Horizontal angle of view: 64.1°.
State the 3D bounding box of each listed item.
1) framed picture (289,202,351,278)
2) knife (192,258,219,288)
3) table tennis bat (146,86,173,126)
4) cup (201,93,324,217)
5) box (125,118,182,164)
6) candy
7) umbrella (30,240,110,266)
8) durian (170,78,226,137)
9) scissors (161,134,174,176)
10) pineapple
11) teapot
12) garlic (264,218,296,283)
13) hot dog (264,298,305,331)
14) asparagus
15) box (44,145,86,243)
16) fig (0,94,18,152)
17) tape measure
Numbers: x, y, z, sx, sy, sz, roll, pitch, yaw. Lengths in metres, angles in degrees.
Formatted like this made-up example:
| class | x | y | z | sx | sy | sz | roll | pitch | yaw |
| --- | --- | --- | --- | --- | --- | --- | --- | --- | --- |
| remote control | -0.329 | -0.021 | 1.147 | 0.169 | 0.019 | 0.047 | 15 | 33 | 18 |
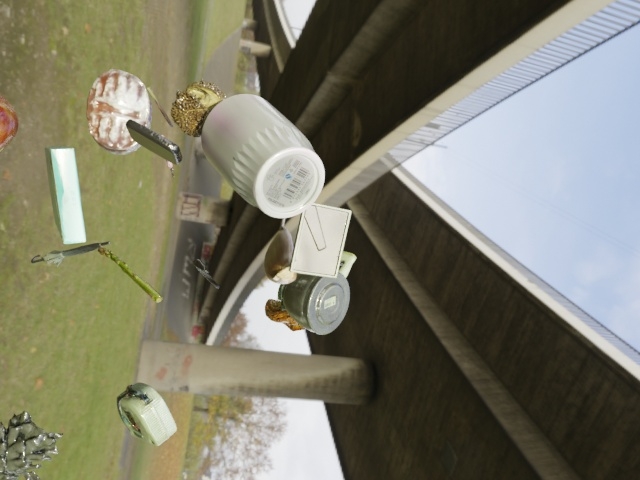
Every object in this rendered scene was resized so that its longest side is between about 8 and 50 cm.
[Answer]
| class | x | y | z | sx | sy | sz | roll | pitch | yaw |
| --- | --- | --- | --- | --- | --- | --- | --- | --- | --- |
| framed picture | 0.000 | 0.000 | 1.443 | 0.015 | 0.150 | 0.203 | 24 | -77 | 65 |
| knife | -0.393 | 0.113 | 1.733 | 0.028 | 0.060 | 0.230 | -53 | -141 | -1 |
| table tennis bat | -0.564 | -0.468 | 1.793 | 0.156 | 0.013 | 0.087 | 60 | -3 | -6 |
| cup | -0.160 | -0.237 | 1.421 | 0.371 | 0.253 | 0.253 | 46 | -51 | 47 |
| box | -0.374 | -0.223 | 1.156 | 0.027 | 0.126 | 0.125 | -61 | -171 | -11 |
| candy | -0.707 | -0.452 | 1.799 | 0.157 | 0.214 | 0.289 | -173 | -92 | -75 |
| umbrella | -0.629 | 0.037 | 1.273 | 0.044 | 0.269 | 0.044 | -74 | 145 | -45 |
| durian | -0.382 | -0.402 | 1.599 | 0.167 | 0.196 | 0.196 | 57 | -11 | -10 |
| scissors | -0.404 | -0.222 | 1.351 | 0.039 | 0.012 | 0.113 | -133 | -150 | -70 |
| pineapple | -0.504 | 0.349 | 0.716 | 0.278 | 0.158 | 0.158 | -44 | -177 | -20 |
| teapot | -0.031 | 0.173 | 1.948 | 0.239 | 0.239 | 0.322 | 14 | -92 | 39 |
| garlic | -0.127 | 0.034 | 1.659 | 0.148 | 0.128 | 0.266 | -34 | -130 | 25 |
| hot dog | -0.143 | 0.322 | 2.209 | 0.259 | 0.175 | 0.114 | -5 | -117 | 52 |
| asparagus | -0.491 | 0.081 | 1.308 | 0.025 | 0.248 | 0.024 | -42 | 155 | -31 |
| box | -0.473 | -0.091 | 0.943 | 0.229 | 0.041 | 0.162 | 18 | -67 | 58 |
| fig | -0.850 | -0.289 | 1.252 | 0.205 | 0.205 | 0.205 | -171 | -90 | -75 |
| tape measure | -0.599 | 0.567 | 1.686 | 0.235 | 0.115 | 0.207 | -4 | -65 | 45 |
